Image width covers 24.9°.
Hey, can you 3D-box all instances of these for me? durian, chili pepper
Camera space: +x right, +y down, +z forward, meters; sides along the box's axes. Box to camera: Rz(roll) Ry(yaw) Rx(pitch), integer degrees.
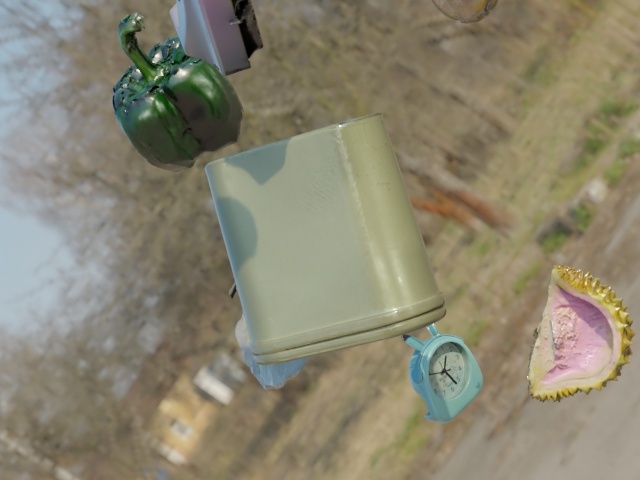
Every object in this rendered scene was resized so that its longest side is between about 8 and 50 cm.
[{"bbox_3d":[0.350,0.128,1.976,0.165,0.132,0.182,126,145,-79],"label":"durian"},{"bbox_3d":[-0.232,-0.236,2.193,0.174,0.261,0.165,-28,25,10],"label":"chili pepper"}]

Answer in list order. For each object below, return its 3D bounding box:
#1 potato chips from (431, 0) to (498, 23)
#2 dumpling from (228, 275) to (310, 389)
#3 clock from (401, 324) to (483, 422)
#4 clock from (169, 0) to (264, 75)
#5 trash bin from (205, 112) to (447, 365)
[{"bbox_3d":[0.208,-0.423,2.152,0.062,0.208,0.195,-28,-47,-29],"label":"potato chips"},{"bbox_3d":[-0.018,0.076,1.890,0.163,0.204,0.293,-11,-22,-38],"label":"dumpling"},{"bbox_3d":[0.172,0.183,2.106,0.108,0.147,0.045,-39,23,-32],"label":"clock"},{"bbox_3d":[-0.141,-0.310,1.506,0.083,0.253,0.186,-22,-26,-3],"label":"clock"},{"bbox_3d":[0.000,0.000,1.666,0.243,0.247,0.121,-16,2,25],"label":"trash bin"}]
